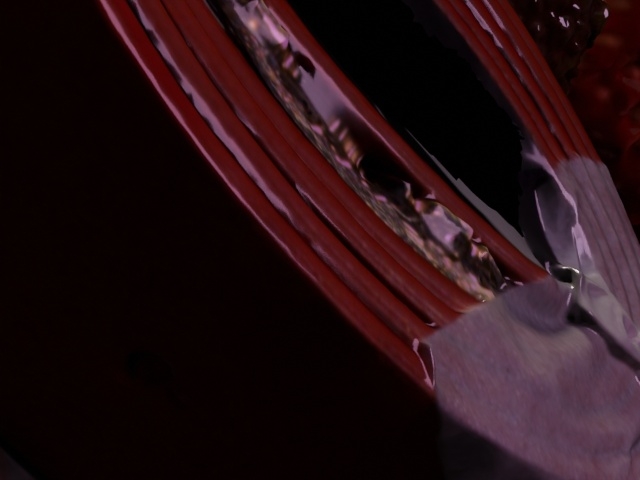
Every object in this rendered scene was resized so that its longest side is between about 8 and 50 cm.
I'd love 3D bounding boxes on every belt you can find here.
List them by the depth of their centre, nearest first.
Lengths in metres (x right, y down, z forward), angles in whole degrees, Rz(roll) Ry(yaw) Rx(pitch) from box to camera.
[{"bbox_3d":[-0.008,-0.022,0.489,0.324,0.115,0.227,43,35,-31],"label":"belt"}]

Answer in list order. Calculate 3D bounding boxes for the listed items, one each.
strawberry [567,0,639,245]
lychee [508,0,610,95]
[{"bbox_3d":[0.191,-0.118,0.932,0.291,0.292,0.310,57,13,-6],"label":"strawberry"},{"bbox_3d":[0.038,-0.118,0.696,0.194,0.194,0.194,49,22,-27],"label":"lychee"}]
